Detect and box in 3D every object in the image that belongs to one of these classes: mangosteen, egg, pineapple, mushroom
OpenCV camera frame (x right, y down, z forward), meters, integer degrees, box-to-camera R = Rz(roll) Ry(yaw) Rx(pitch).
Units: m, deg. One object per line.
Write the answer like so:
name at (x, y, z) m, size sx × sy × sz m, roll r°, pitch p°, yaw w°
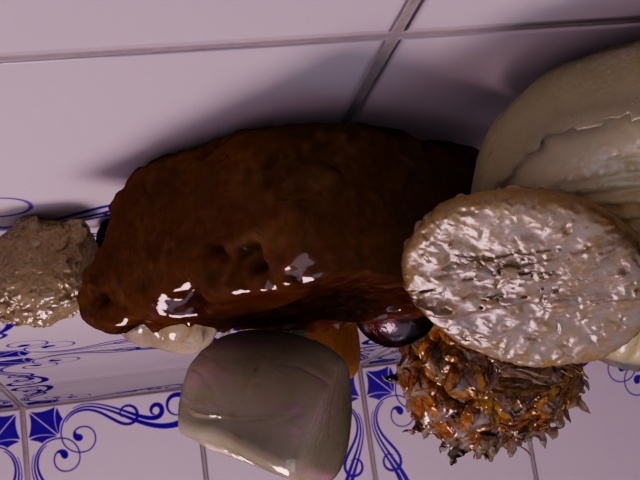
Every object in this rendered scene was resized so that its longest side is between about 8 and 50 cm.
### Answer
mangosteen at (0.112, 0.089, 1.694) m, size 0.152 × 0.153 × 0.152 m, roll -8°, pitch 168°, yaw -2°
egg at (-0.305, 0.033, 1.195) m, size 0.140 × 0.116 × 0.118 m, roll -34°, pitch 145°, yaw -6°
pineapple at (0.294, 0.211, 1.862) m, size 0.352 × 0.352 × 0.300 m, roll -6°, pitch 166°, yaw -10°
mushroom at (-0.219, 0.100, 1.570) m, size 0.154 × 0.123 × 0.154 m, roll 14°, pitch -162°, yaw -5°

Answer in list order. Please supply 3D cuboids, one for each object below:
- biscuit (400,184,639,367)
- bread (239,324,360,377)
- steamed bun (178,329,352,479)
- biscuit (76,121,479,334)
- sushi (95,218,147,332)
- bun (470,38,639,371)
biscuit at (0.174, 0.036, 0.911) m, size 0.219 × 0.033 × 0.220 m, roll 9°, pitch 138°, yaw 8°
bread at (-0.030, 0.153, 1.775) m, size 0.121 × 0.174 × 0.245 m, roll -20°, pitch 164°, yaw 28°
steamed bun at (-0.045, 0.160, 1.124) m, size 0.170 × 0.153 × 0.239 m, roll 17°, pitch 167°, yaw 13°
biscuit at (0.000, 0.000, 1.114) m, size 0.342 × 0.166 × 0.395 m, roll -12°, pitch 168°, yaw 42°
sushi at (-0.169, 0.042, 1.302) m, size 0.136 × 0.126 × 0.225 m, roll -18°, pitch 166°, yaw 38°
bun at (0.316, -0.051, 0.955) m, size 0.364 × 0.202 × 0.364 m, roll 6°, pitch 140°, yaw 5°
